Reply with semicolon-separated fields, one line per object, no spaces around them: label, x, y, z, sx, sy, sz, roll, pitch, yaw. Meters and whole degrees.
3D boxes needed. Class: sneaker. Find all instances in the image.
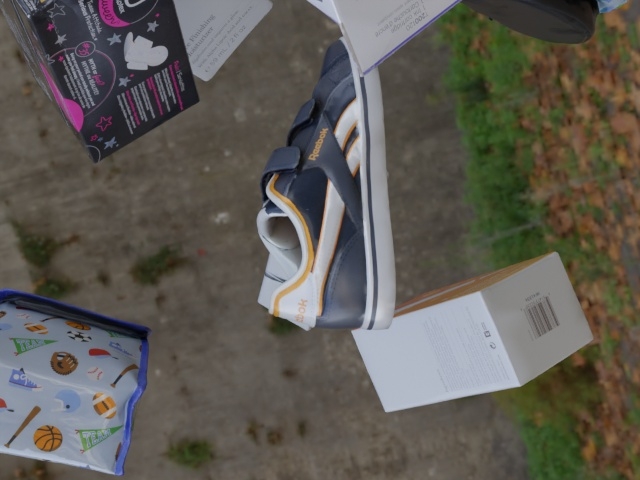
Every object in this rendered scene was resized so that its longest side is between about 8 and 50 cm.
sneaker;0.000;-0.068;1.043;0.126;0.127;0.321;100;169;-63

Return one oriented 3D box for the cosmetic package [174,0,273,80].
cosmetic package;-0.197;-0.346;1.443;0.183;0.151;0.151;25;-158;-50

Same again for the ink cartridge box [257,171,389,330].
ink cartridge box;0.000;0.000;1.379;0.153;0.087;0.208;-56;-9;-34

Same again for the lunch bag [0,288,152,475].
lunch bag;-0.500;0.244;2.024;0.385;0.327;0.239;-113;40;-74

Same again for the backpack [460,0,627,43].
backpack;0.329;-0.444;1.311;0.290;0.273;0.356;10;-86;-55

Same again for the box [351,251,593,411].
box;0.258;0.165;1.844;0.345;0.215;0.168;-24;89;51

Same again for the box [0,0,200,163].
box;-0.235;-0.230;1.072;0.163;0.142;0.247;52;165;25

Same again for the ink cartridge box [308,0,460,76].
ink cartridge box;0.062;-0.251;0.712;0.045;0.206;0.208;38;161;44
